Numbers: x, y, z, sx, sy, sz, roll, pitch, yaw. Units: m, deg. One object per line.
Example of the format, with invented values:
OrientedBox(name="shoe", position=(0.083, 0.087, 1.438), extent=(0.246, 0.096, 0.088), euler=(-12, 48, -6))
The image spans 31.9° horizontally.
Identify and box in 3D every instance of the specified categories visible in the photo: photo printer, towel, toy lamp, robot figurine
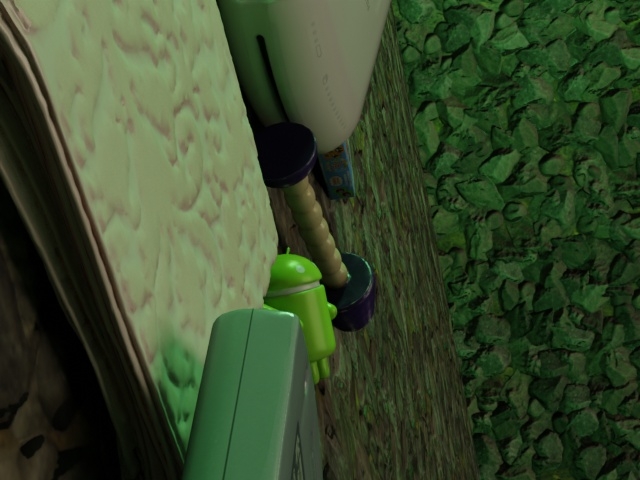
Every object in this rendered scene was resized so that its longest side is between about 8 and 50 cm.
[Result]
OrientedBox(name="photo printer", position=(-0.004, -0.256, 1.091), extent=(0.256, 0.107, 0.307), euler=(69, 32, -58))
OrientedBox(name="towel", position=(-0.103, -0.055, 0.675), extent=(0.332, 0.053, 0.317), euler=(-79, 157, -62))
OrientedBox(name="toy lamp", position=(0.000, 0.000, 1.112), extent=(0.274, 0.080, 0.080), euler=(66, 16, -51))
OrientedBox(name="robot figurine", position=(-0.026, 0.064, 0.933), extent=(0.101, 0.067, 0.115), euler=(-14, 93, -68))

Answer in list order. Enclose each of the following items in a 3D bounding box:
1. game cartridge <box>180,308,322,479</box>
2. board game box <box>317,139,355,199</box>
OrientedBox(name="game cartridge", position=(-0.033, 0.187, 0.631), extent=(0.297, 0.062, 0.198), euler=(86, 4, -45))
OrientedBox(name="board game box", position=(0.008, -0.161, 1.373), extent=(0.211, 0.039, 0.160), euler=(74, 9, -71))
